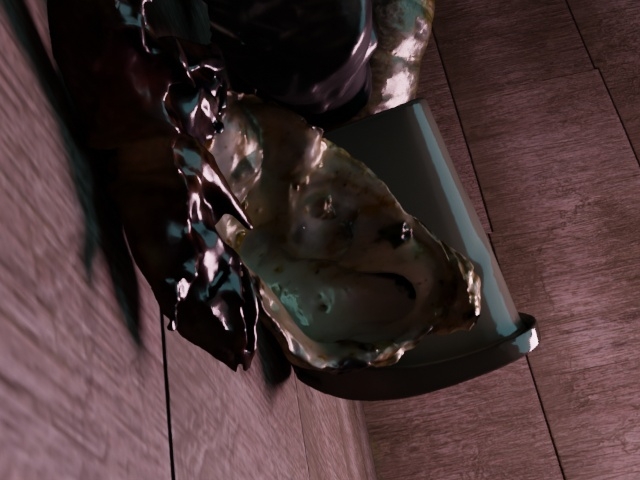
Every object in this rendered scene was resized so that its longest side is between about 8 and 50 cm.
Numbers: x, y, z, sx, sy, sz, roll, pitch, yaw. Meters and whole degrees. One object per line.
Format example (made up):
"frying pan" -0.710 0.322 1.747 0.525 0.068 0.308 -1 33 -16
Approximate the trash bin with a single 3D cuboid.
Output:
"trash bin" 0.054 0.010 0.836 0.220 0.219 0.250 -2 -71 70

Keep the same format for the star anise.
"star anise" -0.068 -0.042 0.390 0.157 0.054 0.212 -89 165 -73

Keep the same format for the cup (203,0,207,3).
"cup" -0.052 -0.266 0.703 0.199 0.199 0.149 68 34 -74

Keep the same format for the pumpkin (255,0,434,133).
"pumpkin" -0.005 -0.191 1.007 0.325 0.242 0.232 99 5 -62

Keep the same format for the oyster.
"oyster" 0.002 -0.004 0.644 0.294 0.166 0.094 53 -15 -28

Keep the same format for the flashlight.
"flashlight" -0.004 -0.149 0.683 0.424 0.103 0.103 -51 129 -84
